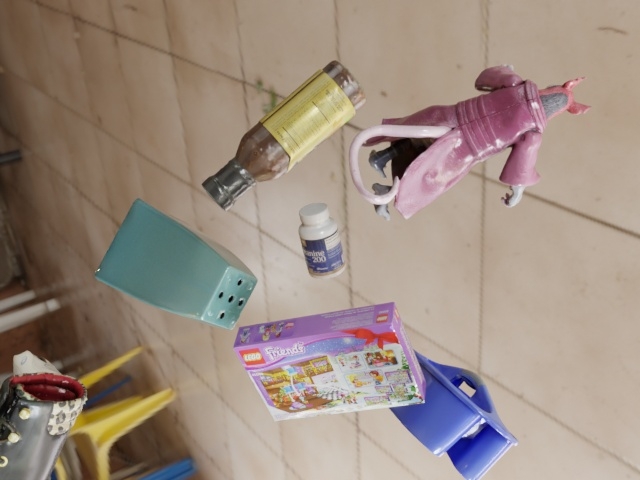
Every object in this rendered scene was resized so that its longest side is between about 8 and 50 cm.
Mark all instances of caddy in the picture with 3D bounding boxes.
[{"bbox_3d":[0.280,0.357,1.737,0.241,0.179,0.341,40,180,-21],"label":"caddy"}]

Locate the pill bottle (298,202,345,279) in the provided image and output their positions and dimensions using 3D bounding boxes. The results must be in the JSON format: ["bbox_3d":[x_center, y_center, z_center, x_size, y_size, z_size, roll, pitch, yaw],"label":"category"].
[{"bbox_3d":[0.000,0.000,1.372,0.067,0.067,0.120,25,136,51],"label":"pill bottle"}]

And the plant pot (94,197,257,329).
[{"bbox_3d":[-0.247,0.061,1.470,0.234,0.165,0.165,26,177,31],"label":"plant pot"}]

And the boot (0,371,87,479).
[{"bbox_3d":[-0.316,0.212,0.720,0.085,0.236,0.178,26,98,21],"label":"boot"}]

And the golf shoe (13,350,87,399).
[{"bbox_3d":[-0.338,0.176,1.002,0.086,0.069,0.176,62,162,10],"label":"golf shoe"}]

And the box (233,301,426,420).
[{"bbox_3d":[0.019,0.219,1.431,0.294,0.057,0.200,-11,126,18],"label":"box"}]

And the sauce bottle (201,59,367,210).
[{"bbox_3d":[-0.072,-0.191,1.518,0.111,0.344,0.111,50,179,2],"label":"sauce bottle"}]

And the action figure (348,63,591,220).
[{"bbox_3d":[0.240,-0.189,1.291,0.370,0.276,0.247,-23,71,19],"label":"action figure"}]
